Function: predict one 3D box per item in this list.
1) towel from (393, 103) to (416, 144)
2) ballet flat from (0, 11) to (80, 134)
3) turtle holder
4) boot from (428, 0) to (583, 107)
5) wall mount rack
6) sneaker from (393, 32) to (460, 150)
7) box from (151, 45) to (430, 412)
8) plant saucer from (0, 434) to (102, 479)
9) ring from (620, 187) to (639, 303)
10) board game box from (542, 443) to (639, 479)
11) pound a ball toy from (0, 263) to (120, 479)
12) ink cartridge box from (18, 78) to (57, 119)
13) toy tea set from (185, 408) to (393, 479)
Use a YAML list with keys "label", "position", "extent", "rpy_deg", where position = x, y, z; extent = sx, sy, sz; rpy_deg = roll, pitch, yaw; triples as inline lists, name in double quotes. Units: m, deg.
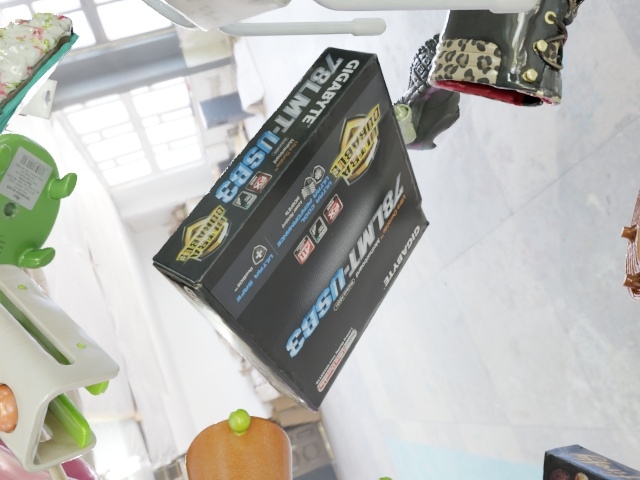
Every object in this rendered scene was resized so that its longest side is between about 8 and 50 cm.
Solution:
- label: "towel"
  position: [0.058, -0.145, 0.871]
  extent: [0.110, 0.148, 0.027]
  rpy_deg: [43, -145, -72]
- label: "ballet flat"
  position: [-0.239, -0.054, 0.370]
  extent: [0.077, 0.241, 0.091]
  rpy_deg: [35, 169, -27]
- label: "turtle holder"
  position: [-0.605, -0.044, 1.100]
  extent: [0.243, 0.227, 0.321]
  rpy_deg: [-21, -56, -64]
- label: "boot"
  position: [0.325, -0.316, 0.800]
  extent: [0.138, 0.377, 0.285]
  rpy_deg: [4, -79, -63]
- label: "wall mount rack"
  position: [-0.032, -0.216, 0.459]
  extent: [0.304, 0.131, 0.350]
  rpy_deg: [34, 176, -29]
- label: "sneaker"
  position: [0.235, -0.296, 1.263]
  extent: [0.286, 0.130, 0.109]
  rpy_deg: [119, 149, -46]
- label: "box"
  position: [0.000, 0.000, 0.683]
  extent: [0.073, 0.296, 0.293]
  rpy_deg: [20, 155, 35]
- label: "plant saucer"
  position: [-0.533, 0.368, 1.057]
  extent: [0.332, 0.084, 0.332]
  rpy_deg: [27, 162, 10]
- label: "ring"
  position: [0.527, -0.067, 0.981]
  extent: [0.336, 0.032, 0.337]
  rpy_deg: [14, -90, -75]
- label: "board game box"
  position: [0.253, 0.263, 0.427]
  extent: [0.243, 0.042, 0.165]
  rpy_deg: [-175, 88, -65]
- label: "pound a ball toy"
  position: [-0.391, 0.198, 0.788]
  extent: [0.319, 0.135, 0.208]
  rpy_deg: [33, 111, 30]
- label: "ink cartridge box"
  position: [-0.451, -0.218, 0.920]
  extent: [0.029, 0.115, 0.063]
  rpy_deg: [-169, 92, -79]
- label: "toy tea set"
  position: [-0.088, 0.298, 0.596]
  extent: [0.200, 0.336, 0.124]
  rpy_deg: [32, -162, -26]
